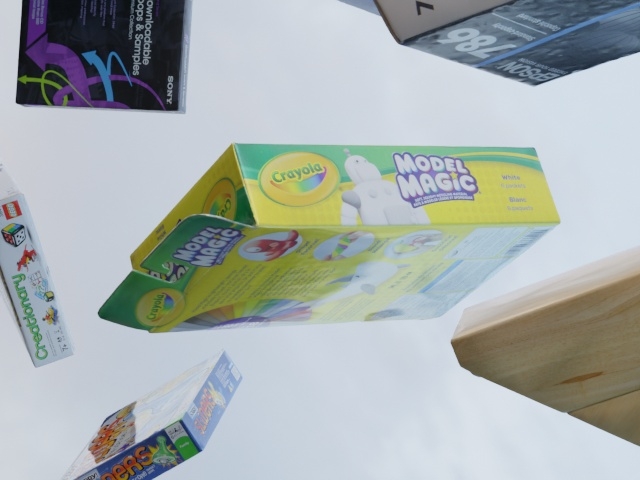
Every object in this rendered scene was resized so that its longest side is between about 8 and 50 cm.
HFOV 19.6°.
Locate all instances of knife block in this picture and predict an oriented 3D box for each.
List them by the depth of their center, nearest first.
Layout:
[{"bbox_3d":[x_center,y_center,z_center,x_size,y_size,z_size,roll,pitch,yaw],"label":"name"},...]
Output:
[{"bbox_3d":[0.277,0.041,1.542,0.275,0.242,0.088,23,19,5],"label":"knife block"}]

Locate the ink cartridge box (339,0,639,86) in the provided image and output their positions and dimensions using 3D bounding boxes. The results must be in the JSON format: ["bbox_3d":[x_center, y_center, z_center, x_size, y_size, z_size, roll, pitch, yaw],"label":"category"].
[{"bbox_3d":[0.166,-0.158,1.104,0.332,0.165,0.065,-15,-104,36],"label":"ink cartridge box"}]

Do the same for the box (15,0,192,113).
[{"bbox_3d":[-0.202,-0.179,1.725,0.029,0.162,0.116,7,86,-80],"label":"box"}]

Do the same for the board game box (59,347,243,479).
[{"bbox_3d":[-0.147,0.168,1.604,0.035,0.136,0.201,57,12,-7],"label":"board game box"}]

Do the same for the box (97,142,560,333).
[{"bbox_3d":[0.000,0.000,0.788,0.105,0.179,0.043,-42,-122,48],"label":"box"}]

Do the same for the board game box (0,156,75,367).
[{"bbox_3d":[-0.354,0.008,2.117,0.305,0.053,0.193,-140,-148,-68],"label":"board game box"}]
